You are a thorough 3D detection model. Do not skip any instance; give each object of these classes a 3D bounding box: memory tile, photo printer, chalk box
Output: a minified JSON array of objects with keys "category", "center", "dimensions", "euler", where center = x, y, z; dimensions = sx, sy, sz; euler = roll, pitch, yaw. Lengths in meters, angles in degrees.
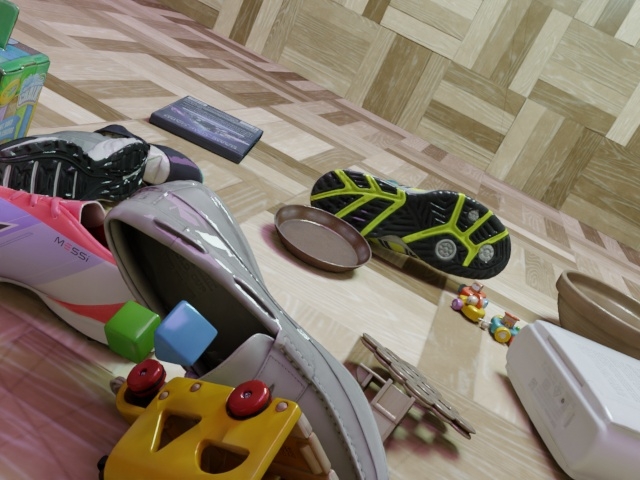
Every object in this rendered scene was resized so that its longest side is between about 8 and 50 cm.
[{"category":"memory tile","center":[0.108,0.163,0.755],"dimensions":[0.113,0.012,0.148],"euler":[37,3,-28]},{"category":"photo printer","center":[0.424,0.244,0.879],"dimensions":[0.308,0.107,0.256],"euler":[22,20,-14]},{"category":"chalk box","center":[-0.398,-0.170,0.731],"dimensions":[0.133,0.213,0.132],"euler":[23,19,-9]}]

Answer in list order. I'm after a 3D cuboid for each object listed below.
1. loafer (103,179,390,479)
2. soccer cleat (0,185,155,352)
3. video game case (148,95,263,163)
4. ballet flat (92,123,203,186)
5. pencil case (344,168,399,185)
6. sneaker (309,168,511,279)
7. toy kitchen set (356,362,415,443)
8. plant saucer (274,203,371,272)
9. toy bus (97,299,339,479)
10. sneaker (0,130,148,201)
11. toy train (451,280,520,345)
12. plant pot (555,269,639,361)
[{"category":"loafer","center":[-0.061,0.097,0.525],"dimensions":[0.319,0.112,0.111],"euler":[53,26,3]},{"category":"soccer cleat","center":[-0.272,-0.008,0.620],"dimensions":[0.318,0.116,0.108],"euler":[26,19,-3]},{"category":"video game case","center":[-0.234,-0.244,1.423],"dimensions":[0.196,0.026,0.274],"euler":[25,20,-5]},{"category":"ballet flat","center":[-0.269,-0.119,0.988],"dimensions":[0.203,0.074,0.074],"euler":[28,18,23]},{"category":"pencil case","center":[0.104,-0.115,1.461],"dimensions":[0.152,0.064,0.070],"euler":[10,41,-40]},{"category":"sneaker","center":[0.168,-0.042,1.214],"dimensions":[0.385,0.145,0.147],"euler":[22,5,-6]},{"category":"toy kitchen set","center":[0.046,0.177,0.683],"dimensions":[0.068,0.075,0.083],"euler":[36,-19,16]},{"category":"plant saucer","center":[0.000,0.000,1.061],"dimensions":[0.169,0.029,0.168],"euler":[20,28,-11]},{"category":"toy bus","center":[-0.091,0.155,0.444],"dimensions":[0.191,0.202,0.104],"euler":[35,50,4]},{"category":"sneaker","center":[-0.324,-0.088,0.819],"dimensions":[0.108,0.100,0.271],"euler":[17,13,11]},{"category":"toy train","center":[0.295,0.118,1.133],"dimensions":[0.125,0.046,0.166],"euler":[2,31,-50]},{"category":"plant pot","center":[0.527,0.162,1.222],"dimensions":[0.238,0.109,0.237],"euler":[24,18,-8]}]
